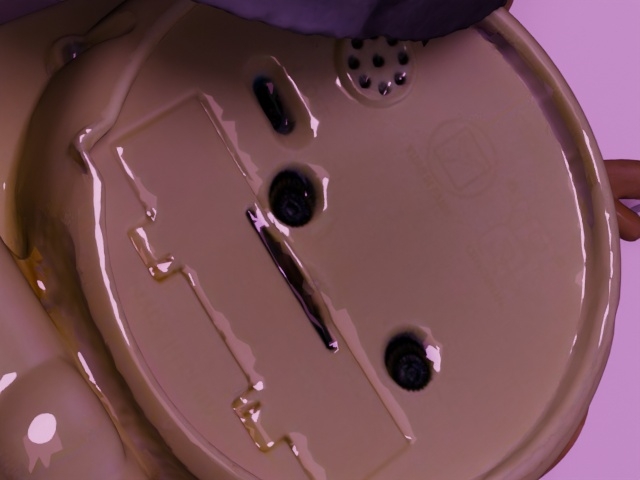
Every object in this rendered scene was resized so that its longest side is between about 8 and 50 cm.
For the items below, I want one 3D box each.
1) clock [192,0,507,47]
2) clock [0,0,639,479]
[{"bbox_3d":[-0.038,-0.202,0.538,0.319,0.066,0.318,27,40,-25],"label":"clock"},{"bbox_3d":[0.000,0.000,0.573,0.308,0.096,0.235,-34,94,-29],"label":"clock"}]
